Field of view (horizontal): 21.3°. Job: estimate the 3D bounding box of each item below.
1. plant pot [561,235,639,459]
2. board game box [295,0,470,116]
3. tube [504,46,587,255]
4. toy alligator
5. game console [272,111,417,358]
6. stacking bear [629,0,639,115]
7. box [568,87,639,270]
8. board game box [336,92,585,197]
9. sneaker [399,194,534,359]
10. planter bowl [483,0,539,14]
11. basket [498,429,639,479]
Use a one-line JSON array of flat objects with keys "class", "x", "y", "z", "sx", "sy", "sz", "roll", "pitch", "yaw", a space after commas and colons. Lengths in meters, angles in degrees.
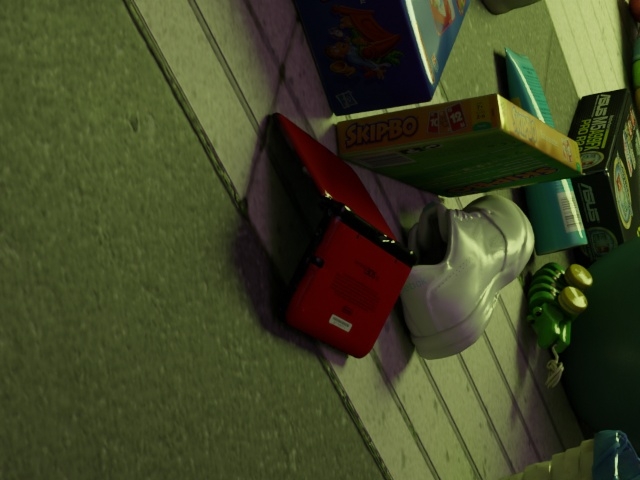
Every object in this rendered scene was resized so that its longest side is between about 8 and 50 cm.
[{"class": "plant pot", "x": 0.392, "y": 0.112, "z": 1.748, "sx": 0.293, "sy": 0.235, "sz": 0.293, "roll": -6, "pitch": 98, "yaw": -51}, {"class": "board game box", "x": 0.021, "y": -0.299, "z": 1.231, "sx": 0.233, "sy": 0.078, "sz": 0.347, "roll": -66, "pitch": 142, "yaw": -54}, {"class": "tube", "x": 0.219, "y": -0.090, "z": 1.703, "sx": 0.080, "sy": 0.052, "sz": 0.207, "roll": 4, "pitch": 74, "yaw": -73}, {"class": "toy alligator", "x": 0.221, "y": 0.070, "z": 1.647, "sx": 0.051, "sy": 0.056, "sz": 0.190, "roll": 33, "pitch": 37, "yaw": -5}, {"class": "game console", "x": 0.000, "y": 0.000, "z": 1.161, "sx": 0.124, "sy": 0.085, "sz": 0.144, "roll": -63, "pitch": 152, "yaw": -2}, {"class": "stacking bear", "x": 0.496, "y": -0.194, "z": 2.299, "sx": 0.164, "sy": 0.175, "sz": 0.289, "roll": 20, "pitch": 72, "yaw": -68}, {"class": "box", "x": 0.345, "y": -0.009, "z": 1.964, "sx": 0.216, "sy": 0.060, "sz": 0.270, "roll": -62, "pitch": 138, "yaw": -57}, {"class": "board game box", "x": 0.118, "y": -0.069, "z": 1.329, "sx": 0.259, "sy": 0.124, "sz": 0.039, "roll": 20, "pitch": 63, "yaw": -66}, {"class": "sneaker", "x": 0.111, "y": 0.001, "z": 1.367, "sx": 0.094, "sy": 0.080, "sz": 0.212, "roll": 61, "pitch": 29, "yaw": -19}, {"class": "planter bowl", "x": 0.211, "y": -0.312, "z": 1.674, "sx": 0.162, "sy": 0.109, "sz": 0.162, "roll": -9, "pitch": 90, "yaw": -68}, {"class": "basket", "x": 0.265, "y": 0.267, "z": 1.353, "sx": 0.201, "sy": 0.289, "sz": 0.255, "roll": -77, "pitch": 151, "yaw": -43}]
